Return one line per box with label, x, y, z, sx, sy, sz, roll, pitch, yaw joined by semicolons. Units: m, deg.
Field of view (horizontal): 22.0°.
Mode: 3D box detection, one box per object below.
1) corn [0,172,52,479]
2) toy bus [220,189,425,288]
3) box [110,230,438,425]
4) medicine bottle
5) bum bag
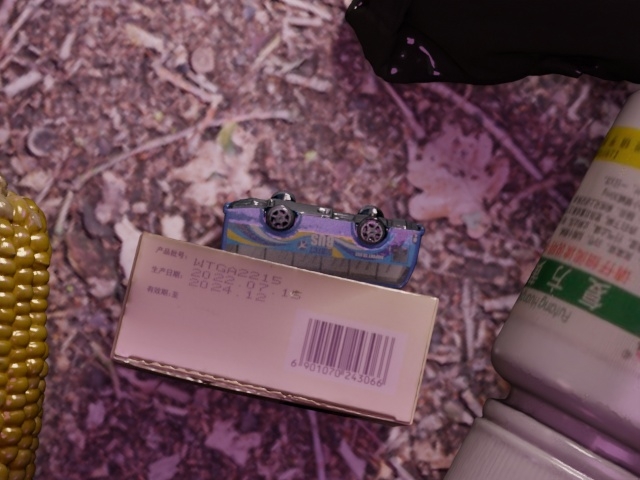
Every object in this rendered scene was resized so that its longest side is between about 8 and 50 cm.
corn;-0.263;0.103;1.198;0.130;0.130;0.346;4;92;-1
toy bus;0.000;0.000;1.243;0.153;0.051;0.061;9;101;-1
box;-0.033;0.068;1.180;0.212;0.168;0.095;12;85;0
medicine bottle;0.234;0.082;1.164;0.208;0.208;0.339;29;88;0
bum bag;0.166;-0.172;1.185;0.326;0.079;0.142;4;132;26
